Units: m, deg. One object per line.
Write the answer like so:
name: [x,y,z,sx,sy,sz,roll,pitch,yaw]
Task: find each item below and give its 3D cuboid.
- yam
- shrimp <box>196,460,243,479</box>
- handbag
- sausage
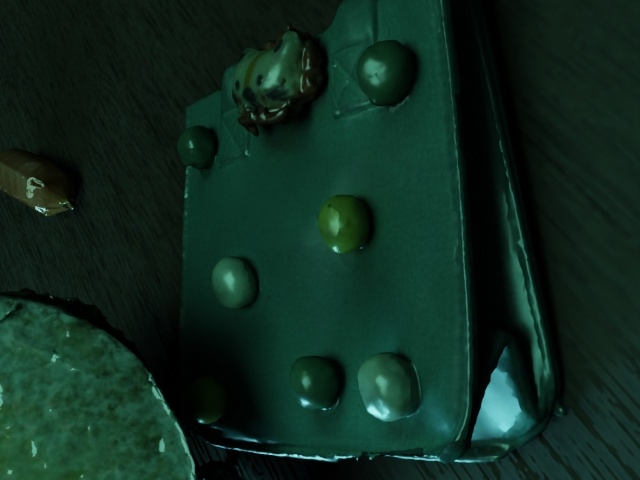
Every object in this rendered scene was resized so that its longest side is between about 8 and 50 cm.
yam: [-0.204,0.159,0.571,0.348,0.241,0.240,166,103,-77]
shrimp: [-0.066,0.225,0.582,0.174,0.082,0.076,53,132,46]
handbag: [-0.004,0.002,0.493,0.269,0.100,0.274,-14,79,50]
sausage: [-0.337,-0.068,0.928,0.169,0.065,0.065,20,105,51]
